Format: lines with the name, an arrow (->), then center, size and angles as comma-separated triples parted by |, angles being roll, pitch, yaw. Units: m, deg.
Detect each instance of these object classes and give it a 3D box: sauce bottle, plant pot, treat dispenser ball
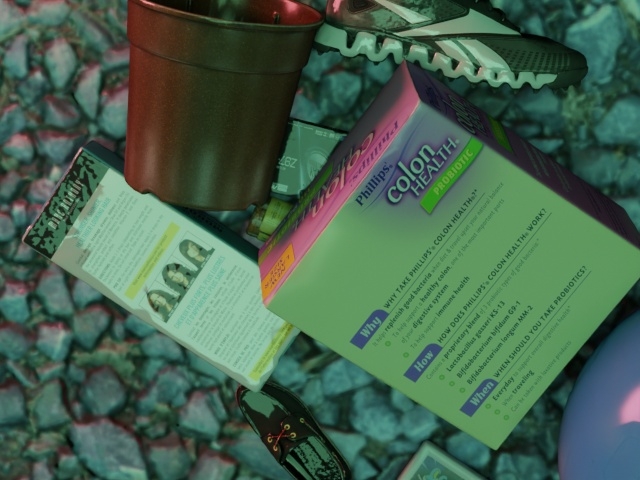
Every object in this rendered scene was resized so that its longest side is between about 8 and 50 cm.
sauce bottle -> 0.000, 0.000, 1.612 | 0.128, 0.042, 0.042 | 23, 100, -3
plant pot -> -0.093, -0.120, 1.542 | 0.167, 0.167, 0.165 | 11, 107, 1
treat dispenser ball -> 0.337, 0.176, 1.500 | 0.288, 0.288, 0.288 | 1, 100, 3

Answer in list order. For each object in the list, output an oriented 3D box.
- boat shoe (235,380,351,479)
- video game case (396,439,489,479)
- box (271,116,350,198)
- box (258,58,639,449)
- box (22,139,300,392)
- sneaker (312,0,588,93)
boat shoe -> -0.024, 0.175, 1.645 | 0.049, 0.042, 0.133 | -42, 94, 12
video game case -> 0.126, 0.307, 1.669 | 0.201, 0.023, 0.183 | 34, 100, -2
box -> -0.011, -0.069, 1.612 | 0.083, 0.018, 0.067 | 15, 100, 1
box -> 0.107, 0.013, 1.535 | 0.243, 0.117, 0.213 | 32, 107, -17
box -> -0.127, 0.022, 1.613 | 0.244, 0.060, 0.100 | 34, 100, -3
sneaker -> 0.114, -0.187, 1.555 | 0.234, 0.078, 0.106 | 12, 103, 3
